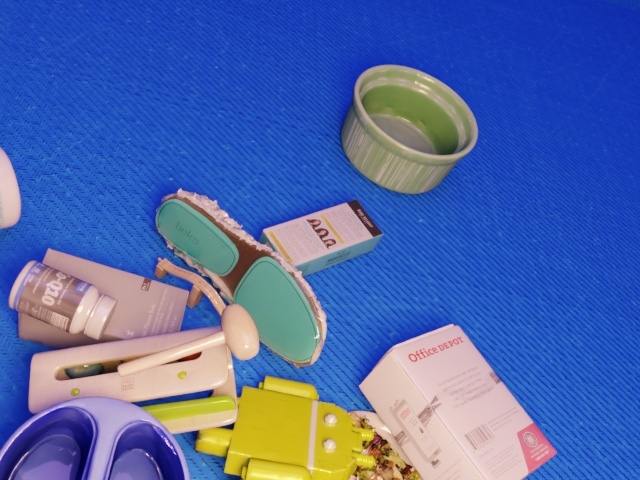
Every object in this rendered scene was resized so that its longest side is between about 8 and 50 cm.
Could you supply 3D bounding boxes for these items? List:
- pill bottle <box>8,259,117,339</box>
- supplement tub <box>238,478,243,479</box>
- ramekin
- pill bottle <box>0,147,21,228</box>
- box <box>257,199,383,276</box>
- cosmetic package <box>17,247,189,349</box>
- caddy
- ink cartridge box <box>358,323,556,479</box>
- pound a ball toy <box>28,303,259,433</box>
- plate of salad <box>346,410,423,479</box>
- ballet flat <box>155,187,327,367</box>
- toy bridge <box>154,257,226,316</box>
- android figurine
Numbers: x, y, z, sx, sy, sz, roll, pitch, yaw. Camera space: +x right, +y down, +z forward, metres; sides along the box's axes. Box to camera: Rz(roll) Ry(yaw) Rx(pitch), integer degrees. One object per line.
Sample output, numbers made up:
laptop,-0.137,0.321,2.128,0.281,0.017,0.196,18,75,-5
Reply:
pill bottle,-0.374,0.089,1.107,0.137,0.078,0.078,24,46,-6
supplement tub,-0.103,0.409,1.101,0.071,0.071,0.107,7,49,-20
ramekin,0.194,-0.251,1.748,0.304,0.148,0.303,13,48,-15
pill bottle,-0.630,-0.064,1.203,0.264,0.146,0.146,-18,61,-36
box,0.000,0.000,1.504,0.244,0.060,0.100,-19,62,-36
cosmetic package,-0.346,0.117,1.214,0.238,0.107,0.127,18,50,-14
caddy,-0.296,0.367,0.925,0.241,0.179,0.341,14,64,-12
ink cartridge box,0.233,0.303,1.295,0.207,0.117,0.283,-11,56,-46
pound a ball toy,-0.243,0.172,1.073,0.319,0.208,0.135,-9,50,-5
plate of salad,0.087,0.367,1.242,0.200,0.048,0.199,14,47,-15
ballet flat,-0.124,0.050,1.365,0.409,0.147,0.147,44,48,13
toy bridge,-0.216,0.091,1.323,0.188,0.063,0.026,40,47,10
android figurine,-0.050,0.302,1.171,0.273,0.056,0.248,11,24,-1
